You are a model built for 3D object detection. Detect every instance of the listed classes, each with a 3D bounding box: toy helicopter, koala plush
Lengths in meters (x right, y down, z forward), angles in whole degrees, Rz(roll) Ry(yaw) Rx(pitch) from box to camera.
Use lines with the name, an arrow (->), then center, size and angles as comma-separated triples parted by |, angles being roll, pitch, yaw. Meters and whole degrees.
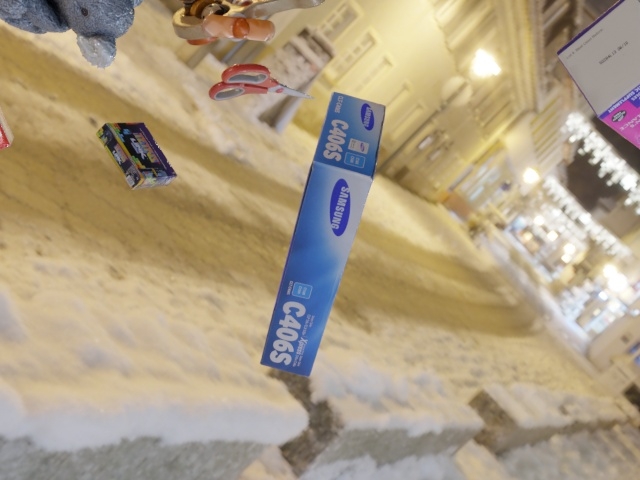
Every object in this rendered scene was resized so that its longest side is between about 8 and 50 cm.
toy helicopter -> -0.158, -0.518, 2.003 | 0.235, 0.354, 0.140 | -109, -173, -57
koala plush -> -0.404, -0.401, 1.482 | 0.221, 0.196, 0.203 | 23, -14, 5

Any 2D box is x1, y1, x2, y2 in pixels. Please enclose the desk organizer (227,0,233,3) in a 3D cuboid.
desk organizer -> -0.174, -0.520, 1.741 | 0.050, 0.047, 0.130 | 14, -21, -20

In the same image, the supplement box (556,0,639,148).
supplement box -> 0.404, -0.187, 1.090 | 0.220, 0.111, 0.114 | 18, 41, -46

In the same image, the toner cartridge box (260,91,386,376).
toner cartridge box -> 0.000, 0.000, 1.159 | 0.075, 0.348, 0.165 | 14, 40, -2

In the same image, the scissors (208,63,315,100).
scissors -> -0.079, -0.284, 1.636 | 0.297, 0.109, 0.021 | -6, 69, -47

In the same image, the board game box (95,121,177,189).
board game box -> -0.445, -0.208, 2.170 | 0.170, 0.048, 0.141 | 56, 29, 10

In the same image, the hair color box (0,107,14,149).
hair color box -> -0.497, -0.173, 1.342 | 0.141, 0.043, 0.072 | -146, -146, -71
